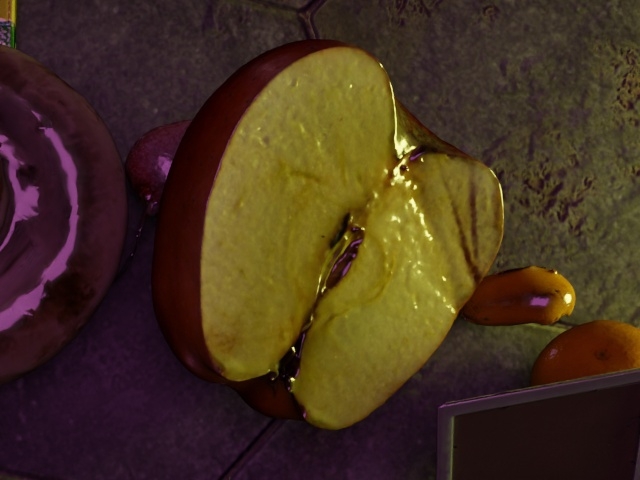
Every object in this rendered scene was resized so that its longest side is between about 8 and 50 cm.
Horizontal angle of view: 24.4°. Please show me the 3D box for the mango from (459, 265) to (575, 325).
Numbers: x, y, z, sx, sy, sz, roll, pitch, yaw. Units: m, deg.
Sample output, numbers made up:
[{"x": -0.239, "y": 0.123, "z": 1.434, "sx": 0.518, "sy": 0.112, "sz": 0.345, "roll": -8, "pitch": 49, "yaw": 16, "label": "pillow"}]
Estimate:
[{"x": 0.214, "y": 0.062, "z": 1.618, "sx": 0.127, "sy": 0.077, "sz": 0.063, "roll": -8, "pitch": 105, "yaw": 6, "label": "mango"}]

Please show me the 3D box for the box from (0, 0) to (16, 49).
[{"x": -0.400, "y": -0.283, "z": 1.625, "sx": 0.132, "sy": 0.034, "sz": 0.235, "roll": 0, "pitch": 80, "yaw": -7, "label": "box"}]

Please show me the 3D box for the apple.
[{"x": 0.000, "y": 0.000, "z": 1.496, "sx": 0.329, "sy": 0.295, "sz": 0.365, "roll": 27, "pitch": 84, "yaw": 6, "label": "apple"}]

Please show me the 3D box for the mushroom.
[{"x": -0.372, "y": -0.031, "z": 1.451, "sx": 0.362, "sy": 0.294, "sz": 0.362, "roll": 1, "pitch": 82, "yaw": -6, "label": "mushroom"}]

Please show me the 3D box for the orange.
[{"x": 0.302, "y": 0.161, "z": 1.578, "sx": 0.156, "sy": 0.124, "sz": 0.156, "roll": -8, "pitch": 44, "yaw": 8, "label": "orange"}]

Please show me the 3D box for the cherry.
[{"x": -0.188, "y": -0.045, "z": 1.586, "sx": 0.225, "sy": 0.090, "sz": 0.107, "roll": -42, "pitch": 107, "yaw": -3, "label": "cherry"}]

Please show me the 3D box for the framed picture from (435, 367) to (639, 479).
[{"x": 0.226, "y": 0.248, "z": 1.516, "sx": 0.232, "sy": 0.296, "sz": 0.019, "roll": -9, "pitch": 39, "yaw": -9, "label": "framed picture"}]
